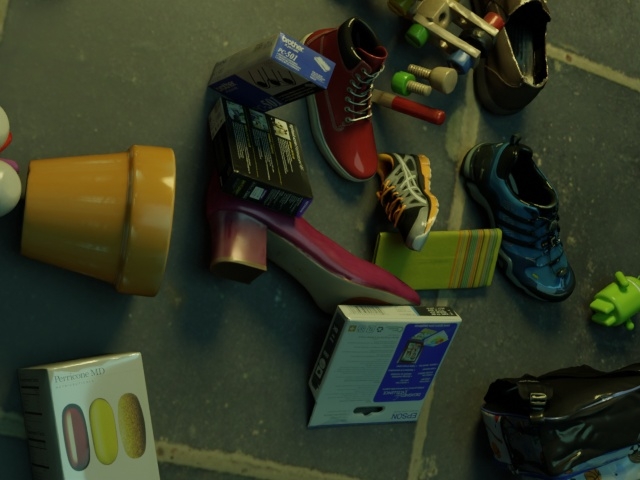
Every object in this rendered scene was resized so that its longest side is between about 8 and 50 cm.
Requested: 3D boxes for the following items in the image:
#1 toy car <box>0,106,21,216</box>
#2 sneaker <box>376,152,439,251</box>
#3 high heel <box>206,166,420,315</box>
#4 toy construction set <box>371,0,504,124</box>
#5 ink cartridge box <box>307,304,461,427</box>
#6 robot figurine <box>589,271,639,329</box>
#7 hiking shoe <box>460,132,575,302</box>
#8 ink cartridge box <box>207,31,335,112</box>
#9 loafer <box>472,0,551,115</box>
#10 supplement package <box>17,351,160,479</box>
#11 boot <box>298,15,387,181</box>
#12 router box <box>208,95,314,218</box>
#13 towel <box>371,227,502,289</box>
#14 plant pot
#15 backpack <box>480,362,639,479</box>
[{"bbox_3d":[-0.457,-0.101,1.740,0.136,0.159,0.182,-13,92,-66],"label":"toy car"},{"bbox_3d":[0.128,-0.061,2.053,0.083,0.084,0.215,14,35,-16],"label":"sneaker"},{"bbox_3d":[0.000,0.000,1.995,0.377,0.127,0.181,20,58,-34],"label":"high heel"},{"bbox_3d":[0.137,-0.360,2.086,0.257,0.237,0.309,15,96,-57],"label":"toy construction set"},{"bbox_3d":[0.090,0.192,2.030,0.206,0.045,0.208,2,122,-30],"label":"ink cartridge box"},{"bbox_3d":[0.521,0.105,2.302,0.115,0.067,0.101,-28,117,-29],"label":"robot figurine"},{"bbox_3d":[0.342,-0.026,2.175,0.113,0.132,0.304,-39,104,-27],"label":"hiking shoe"},{"bbox_3d":[-0.073,-0.239,1.916,0.097,0.207,0.046,27,73,-25],"label":"ink cartridge box"},{"bbox_3d":[0.334,-0.397,2.205,0.134,0.130,0.366,-4,87,-30],"label":"loafer"},{"bbox_3d":[-0.308,0.280,1.778,0.139,0.134,0.244,-9,90,-30],"label":"supplement package"},{"bbox_3d":[0.058,-0.210,2.007,0.088,0.176,0.244,-24,99,-31],"label":"boot"},{"bbox_3d":[-0.088,-0.122,1.931,0.133,0.046,0.179,19,36,-26],"label":"router box"},{"bbox_3d":[0.184,0.029,2.123,0.237,0.021,0.102,-1,112,-29],"label":"towel"},{"bbox_3d":[-0.304,-0.035,1.787,0.188,0.205,0.205,7,82,-13],"label":"plant pot"},{"bbox_3d":[0.392,0.297,2.102,0.276,0.263,0.213,-10,97,-23],"label":"backpack"}]
